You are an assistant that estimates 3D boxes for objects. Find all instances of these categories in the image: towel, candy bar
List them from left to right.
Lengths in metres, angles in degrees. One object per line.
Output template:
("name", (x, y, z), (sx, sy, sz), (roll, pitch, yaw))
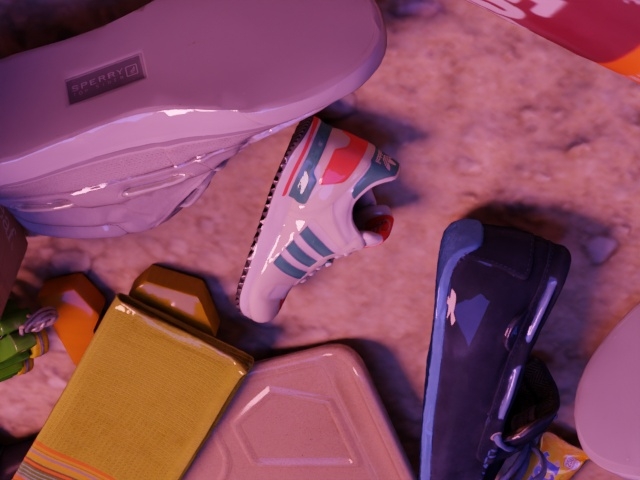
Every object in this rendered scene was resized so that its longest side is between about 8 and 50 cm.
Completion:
("towel", (-0.137, 0.138, 1.254), (0.102, 0.021, 0.237), (26, 127, -9))
("candy bar", (0.138, 0.183, 1.290), (0.040, 0.018, 0.161), (23, 133, -9))

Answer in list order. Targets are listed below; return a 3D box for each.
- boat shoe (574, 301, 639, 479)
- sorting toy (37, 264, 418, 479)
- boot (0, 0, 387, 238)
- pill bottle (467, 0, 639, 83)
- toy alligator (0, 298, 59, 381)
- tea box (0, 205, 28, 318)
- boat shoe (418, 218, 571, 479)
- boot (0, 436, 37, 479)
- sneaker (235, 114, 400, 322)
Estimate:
("boat shoe", (0.321, 0.065, 1.068), (0.156, 0.136, 0.367), (25, 140, -32))
("sorting toy", (-0.057, 0.131, 1.273), (0.229, 0.041, 0.307), (-12, 123, 20))
("boot", (-0.077, -0.072, 1.061), (0.258, 0.095, 0.123), (-12, 155, 11))
("pill bottle", (0.141, -0.188, 0.795), (0.392, 0.224, 0.224), (24, 133, -10))
("toy alligator", (-0.209, 0.058, 1.206), (0.051, 0.056, 0.189), (63, 150, 9))
("tea box", (-0.378, -0.042, 1.046), (0.323, 0.220, 0.329), (-2, 132, 13))
("boat shoe", (0.108, 0.105, 1.163), (0.089, 0.109, 0.258), (5, 136, 3))
("boot", (-0.218, 0.153, 1.319), (0.099, 0.045, 0.121), (-13, 134, 24))
("sneaker", (0.000, 0.000, 1.117), (0.075, 0.057, 0.161), (20, 131, 1))
